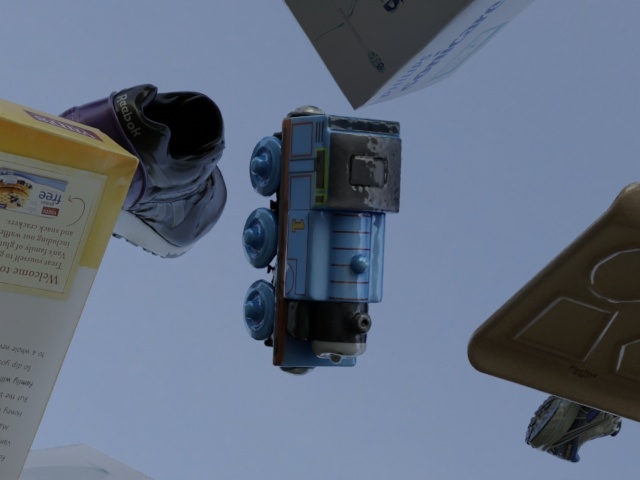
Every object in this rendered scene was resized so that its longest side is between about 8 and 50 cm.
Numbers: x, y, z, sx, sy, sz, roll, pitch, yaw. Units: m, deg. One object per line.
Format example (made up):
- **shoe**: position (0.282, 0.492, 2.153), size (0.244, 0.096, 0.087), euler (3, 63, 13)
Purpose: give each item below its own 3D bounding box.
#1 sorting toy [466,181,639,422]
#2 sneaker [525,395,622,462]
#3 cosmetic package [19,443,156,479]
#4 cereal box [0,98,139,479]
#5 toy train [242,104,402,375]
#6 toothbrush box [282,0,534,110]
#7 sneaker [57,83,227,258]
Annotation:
- **sorting toy**: position (0.237, 0.047, 1.316), size (0.193, 0.038, 0.208), euler (19, -47, -24)
- **sneaker**: position (0.230, 0.129, 1.480), size (0.058, 0.052, 0.135), euler (35, -68, -11)
- **cosmetic package**: position (-0.254, 0.261, 1.453), size (0.224, 0.224, 0.138), euler (11, -79, 61)
- **cereal box**: position (-0.191, 0.051, 0.694), size (0.047, 0.173, 0.240), euler (34, -76, 55)
- **toy train**: position (0.000, 0.000, 1.200), size (0.105, 0.080, 0.184), euler (0, -93, 57)
- **toothbrush box**: position (0.043, -0.279, 1.305), size (0.216, 0.126, 0.295), euler (-42, -104, 43)
- **sneaker**: position (-0.114, -0.059, 1.435), size (0.124, 0.283, 0.107), euler (-26, -101, 17)
